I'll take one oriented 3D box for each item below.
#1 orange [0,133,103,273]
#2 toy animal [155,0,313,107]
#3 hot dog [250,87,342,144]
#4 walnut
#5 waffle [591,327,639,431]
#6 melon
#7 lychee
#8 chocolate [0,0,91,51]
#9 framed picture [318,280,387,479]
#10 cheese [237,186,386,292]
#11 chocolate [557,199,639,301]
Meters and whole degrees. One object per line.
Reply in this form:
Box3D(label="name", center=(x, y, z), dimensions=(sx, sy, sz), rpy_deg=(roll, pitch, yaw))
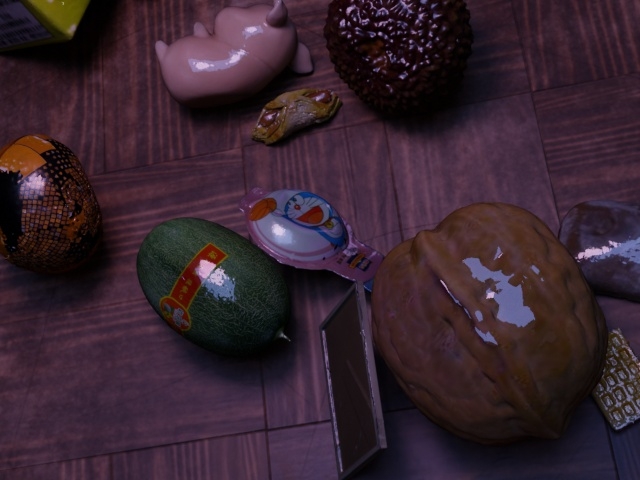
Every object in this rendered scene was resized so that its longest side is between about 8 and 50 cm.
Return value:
Box3D(label="orange", center=(-0.453, -0.058, 1.744), dimensions=(0.182, 0.234, 0.235), rpy_deg=(-11, 64, -12))
Box3D(label="toy animal", center=(-0.153, -0.315, 1.838), dimensions=(0.250, 0.166, 0.154), rpy_deg=(-27, 73, 6))
Box3D(label="hot dog", center=(-0.048, -0.221, 1.828), dimensions=(0.168, 0.061, 0.078), rpy_deg=(-25, 63, 0))
Box3D(label="walnut", center=(0.237, 0.126, 1.496), dimensions=(0.306, 0.306, 0.344), rpy_deg=(-27, 68, -1))
Box3D(label="waffle", center=(0.432, 0.203, 1.564), dimensions=(0.092, 0.021, 0.135), rpy_deg=(-29, 64, -2))
Box3D(label="melon", center=(-0.158, 0.076, 1.655), dimensions=(0.287, 0.182, 0.182), rpy_deg=(30, 76, 21))
Box3D(label="lychee", center=(0.136, -0.346, 1.762), dimensions=(0.271, 0.271, 0.272), rpy_deg=(-4, 66, 10))
Box3D(label="chocolate", center=(-0.511, -0.501, 1.945), dimensions=(0.300, 0.137, 0.289), rpy_deg=(3, 65, 46))
Box3D(label="framed picture", center=(0.044, 0.206, 1.564), dimensions=(0.016, 0.184, 0.250), rpy_deg=(1, 63, -19))
Box3D(label="cheese", center=(0.000, 0.000, 1.697), dimensions=(0.286, 0.074, 0.189), rpy_deg=(31, 41, 12))
Box3D(label="chocolate", center=(0.480, 0.009, 1.607), dimensions=(0.253, 0.080, 0.157), rpy_deg=(7, 68, 15))
